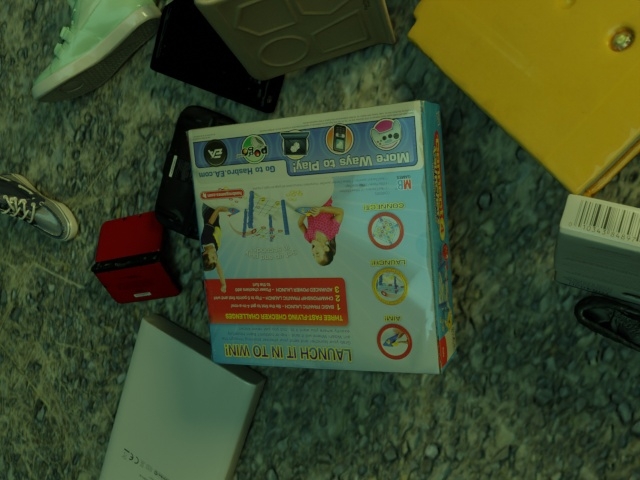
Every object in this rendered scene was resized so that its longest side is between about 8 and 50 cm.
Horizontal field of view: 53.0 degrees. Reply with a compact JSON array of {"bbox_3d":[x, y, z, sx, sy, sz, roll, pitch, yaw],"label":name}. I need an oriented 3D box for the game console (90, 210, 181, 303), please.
[{"bbox_3d":[-0.303,0.030,1.078,0.143,0.085,0.124,-9,125,27],"label":"game console"}]

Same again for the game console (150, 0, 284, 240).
[{"bbox_3d":[-0.180,-0.182,0.972,0.213,0.044,0.362,25,106,20],"label":"game console"}]

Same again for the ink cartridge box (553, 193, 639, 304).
[{"bbox_3d":[0.360,0.029,0.667,0.223,0.224,0.045,16,79,21],"label":"ink cartridge box"}]

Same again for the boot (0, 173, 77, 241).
[{"bbox_3d":[-0.522,-0.054,1.129,0.190,0.086,0.069,31,110,18],"label":"boot"}]

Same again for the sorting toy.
[{"bbox_3d":[-0.024,-0.273,0.785,0.208,0.193,0.038,-10,75,13],"label":"sorting toy"}]

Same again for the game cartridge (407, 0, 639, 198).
[{"bbox_3d":[0.274,-0.252,0.695,0.285,0.052,0.324,-50,56,23],"label":"game cartridge"}]

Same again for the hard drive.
[{"bbox_3d":[-0.244,0.330,1.077,0.232,0.047,0.353,26,108,20],"label":"hard drive"}]

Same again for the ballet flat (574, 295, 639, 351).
[{"bbox_3d":[0.382,0.111,0.746,0.173,0.049,0.058,17,106,22],"label":"ballet flat"}]

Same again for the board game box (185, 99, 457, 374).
[{"bbox_3d":[0.000,0.000,0.788,0.308,0.086,0.302,-2,98,24],"label":"board game box"}]

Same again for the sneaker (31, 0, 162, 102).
[{"bbox_3d":[-0.381,-0.336,1.013,0.255,0.094,0.151,-33,89,16],"label":"sneaker"}]
